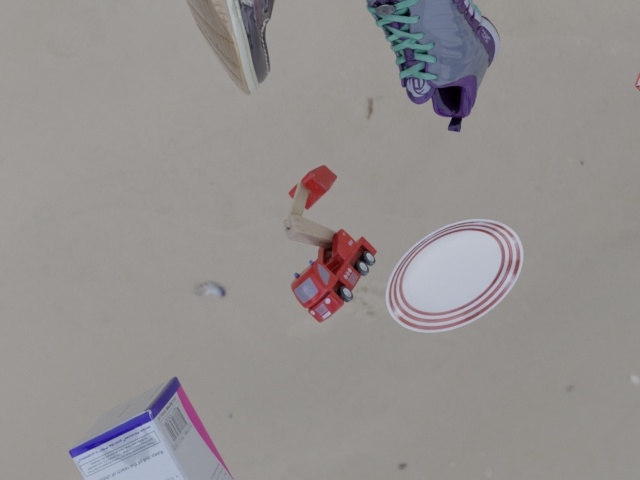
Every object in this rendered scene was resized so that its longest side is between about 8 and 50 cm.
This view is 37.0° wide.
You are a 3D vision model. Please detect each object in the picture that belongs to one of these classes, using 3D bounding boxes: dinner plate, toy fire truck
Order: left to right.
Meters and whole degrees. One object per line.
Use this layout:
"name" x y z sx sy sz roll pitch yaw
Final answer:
"toy fire truck" 0.000 0.000 1.161 0.135 0.192 0.047 45 125 -5
"dinner plate" 0.126 0.032 0.908 0.141 0.017 0.141 -11 132 -12

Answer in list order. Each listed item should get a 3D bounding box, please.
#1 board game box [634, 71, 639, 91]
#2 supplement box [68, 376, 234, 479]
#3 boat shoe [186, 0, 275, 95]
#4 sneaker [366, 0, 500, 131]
"board game box" 0.382 -0.098 0.801 0.193 0.045 0.146 40 155 -26
"supplement box" -0.169 0.287 1.083 0.113 0.111 0.220 -28 96 12
"boat shoe" -0.073 -0.241 0.841 0.092 0.103 0.285 -33 148 -11
"sneaker" 0.086 -0.176 0.808 0.083 0.098 0.223 4 163 39
